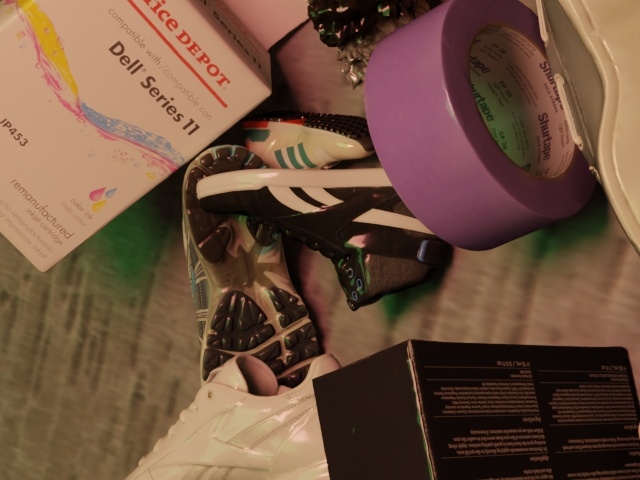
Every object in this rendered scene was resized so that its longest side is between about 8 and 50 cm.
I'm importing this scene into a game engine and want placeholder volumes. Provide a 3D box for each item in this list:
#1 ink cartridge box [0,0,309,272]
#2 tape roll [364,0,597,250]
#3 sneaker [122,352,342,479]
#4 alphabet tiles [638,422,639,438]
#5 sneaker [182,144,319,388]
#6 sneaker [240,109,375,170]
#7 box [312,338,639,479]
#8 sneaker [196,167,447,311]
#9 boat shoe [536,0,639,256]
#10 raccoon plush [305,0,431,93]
[{"bbox_3d":[-0.186,-0.162,1.410,0.353,0.207,0.119,-38,22,14],"label":"ink cartridge box"},{"bbox_3d":[0.126,-0.092,1.190,0.080,0.189,0.189,-25,70,39],"label":"tape roll"},{"bbox_3d":[-0.090,0.186,1.369,0.305,0.114,0.152,-18,83,23],"label":"sneaker"},{"bbox_3d":[0.361,0.136,1.045,0.278,0.021,0.284,33,109,31],"label":"alphabet tiles"},{"bbox_3d":[-0.070,0.049,1.444,0.122,0.110,0.283,-150,55,-77],"label":"sneaker"},{"bbox_3d":[-0.007,-0.075,1.418,0.161,0.057,0.075,11,110,42],"label":"sneaker"},{"bbox_3d":[0.130,0.174,1.111,0.103,0.261,0.184,-27,68,39],"label":"box"},{"bbox_3d":[0.000,0.000,1.319,0.216,0.079,0.121,-1,88,10],"label":"sneaker"},{"bbox_3d":[0.239,-0.107,1.170,0.099,0.116,0.320,98,154,-78],"label":"boat shoe"},{"bbox_3d":[0.091,-0.357,1.276,0.299,0.216,0.446,-29,96,38],"label":"raccoon plush"}]
